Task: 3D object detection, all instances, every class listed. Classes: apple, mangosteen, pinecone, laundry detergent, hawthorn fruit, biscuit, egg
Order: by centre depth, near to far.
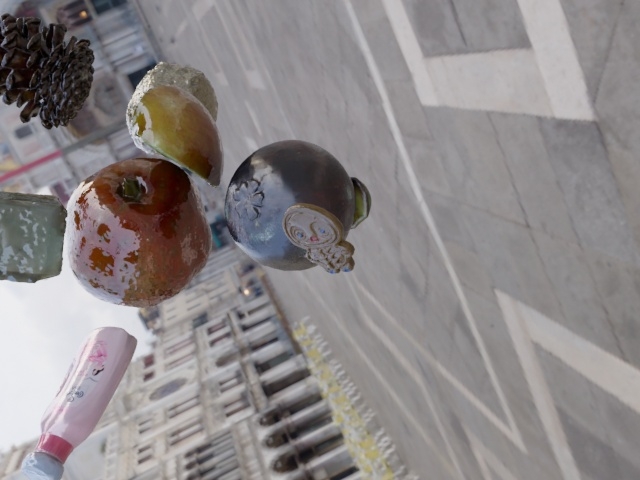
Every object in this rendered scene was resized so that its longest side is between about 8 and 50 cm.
[{"bbox_3d":[0.000,0.000,1.431,0.124,0.026,0.175,-11,128,39],"label":"biscuit"},{"bbox_3d":[-0.496,0.331,1.567,0.088,0.159,0.335,51,-138,-32],"label":"laundry detergent"},{"bbox_3d":[-0.057,-0.078,1.763,0.330,0.330,0.330,63,174,13],"label":"mangosteen"},{"bbox_3d":[-0.670,-0.404,1.788,0.292,0.246,0.246,32,167,9],"label":"pinecone"},{"bbox_3d":[-0.333,-0.245,1.892,0.346,0.179,0.254,38,-138,-76],"label":"apple"},{"bbox_3d":[-0.479,-0.035,1.994,0.403,0.402,0.403,63,174,13],"label":"hawthorn fruit"},{"bbox_3d":[-0.438,-0.390,2.288,0.310,0.279,0.279,-66,-33,-41],"label":"egg"}]

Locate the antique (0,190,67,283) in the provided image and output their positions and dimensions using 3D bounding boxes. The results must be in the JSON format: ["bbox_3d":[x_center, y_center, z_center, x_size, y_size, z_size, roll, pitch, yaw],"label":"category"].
[{"bbox_3d":[-0.528,-0.014,1.130,0.150,0.284,0.125,-161,78,-64],"label":"antique"}]
